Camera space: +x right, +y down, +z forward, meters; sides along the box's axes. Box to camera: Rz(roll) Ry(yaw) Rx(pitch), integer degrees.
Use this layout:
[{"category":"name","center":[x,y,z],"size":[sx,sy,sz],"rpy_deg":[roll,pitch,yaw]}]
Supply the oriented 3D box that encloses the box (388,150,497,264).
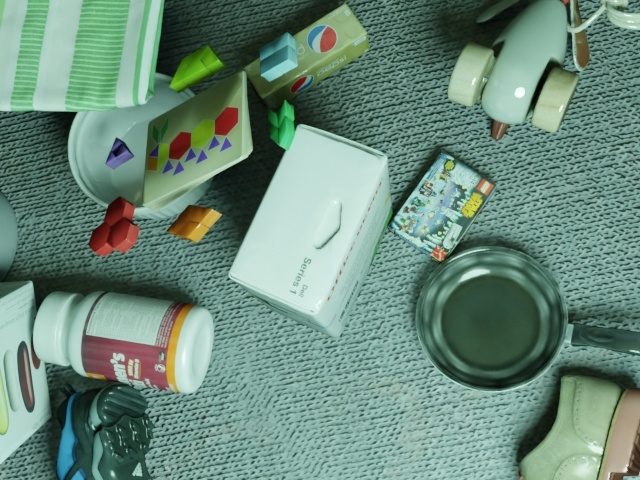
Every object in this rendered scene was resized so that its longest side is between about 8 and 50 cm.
[{"category":"box","center":[0.171,-0.046,1.180],"size":[0.094,0.027,0.137],"rpy_deg":[34,84,13]}]

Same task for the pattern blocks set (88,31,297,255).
[{"category":"pattern blocks set","center":[-0.158,-0.122,1.054],"size":[0.325,0.026,0.285],"rpy_deg":[-14,59,35]}]

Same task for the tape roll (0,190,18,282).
[{"category":"tape roll","center":[-0.570,-0.004,1.251],"size":[0.219,0.072,0.219],"rpy_deg":[-2,76,8]}]

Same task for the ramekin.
[{"category":"ramekin","center":[-0.247,-0.128,1.215],"size":[0.207,0.109,0.207],"rpy_deg":[-2,78,7]}]

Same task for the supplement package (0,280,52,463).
[{"category":"supplement package","center":[-0.472,0.176,1.104],"size":[0.149,0.194,0.203],"rpy_deg":[-3,101,7]}]

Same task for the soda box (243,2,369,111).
[{"category":"soda box","center":[-0.020,-0.269,1.242],"size":[0.181,0.058,0.061],"rpy_deg":[-32,75,-1]}]

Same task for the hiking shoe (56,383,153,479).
[{"category":"hiking shoe","center":[-0.289,0.345,1.134],"size":[0.132,0.113,0.303],"rpy_deg":[-7,81,37]}]

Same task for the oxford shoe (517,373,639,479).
[{"category":"oxford shoe","center":[0.302,0.335,1.046],"size":[0.130,0.123,0.348],"rpy_deg":[17,74,33]}]

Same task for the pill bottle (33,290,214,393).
[{"category":"pill bottle","center":[-0.268,0.134,1.152],"size":[0.221,0.121,0.121],"rpy_deg":[7,78,10]}]

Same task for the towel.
[{"category":"towel","center":[-0.385,-0.303,1.196],"size":[0.325,0.038,0.247],"rpy_deg":[3,79,8]}]

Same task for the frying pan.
[{"category":"frying pan","center":[0.289,0.092,1.110],"size":[0.326,0.053,0.197],"rpy_deg":[-12,70,8]}]

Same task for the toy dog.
[{"category":"toy dog","center":[0.302,-0.266,1.173],"size":[0.334,0.161,0.220],"rpy_deg":[-41,72,-18]}]

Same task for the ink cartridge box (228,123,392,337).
[{"category":"ink cartridge box","center":[0.000,0.000,1.064],"size":[0.117,0.278,0.201],"rpy_deg":[23,81,11]}]
